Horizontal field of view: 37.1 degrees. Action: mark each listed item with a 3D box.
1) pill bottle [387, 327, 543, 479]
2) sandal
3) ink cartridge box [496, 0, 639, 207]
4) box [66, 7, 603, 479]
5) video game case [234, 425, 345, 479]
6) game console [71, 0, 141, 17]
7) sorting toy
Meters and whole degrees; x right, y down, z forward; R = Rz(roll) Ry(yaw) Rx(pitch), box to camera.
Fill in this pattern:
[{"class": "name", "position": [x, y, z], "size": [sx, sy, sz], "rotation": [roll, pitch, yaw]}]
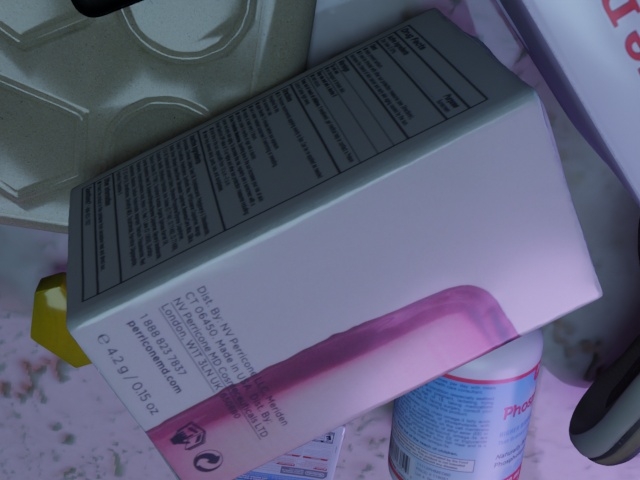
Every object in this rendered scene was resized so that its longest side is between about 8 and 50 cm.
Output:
[{"class": "pill bottle", "position": [0.092, 0.086, 0.601], "size": [0.087, 0.087, 0.160], "rotation": [3, 117, -1]}, {"class": "sandal", "position": [0.216, 0.009, 0.553], "size": [0.086, 0.120, 0.302], "rotation": [35, 119, 13]}, {"class": "ink cartridge box", "position": [0.198, -0.173, 0.409], "size": [0.270, 0.197, 0.198], "rotation": [-32, 112, 15]}, {"class": "box", "position": [0.000, 0.000, 0.499], "size": [0.232, 0.148, 0.126], "rotation": [-26, 121, 2]}, {"class": "video game case", "position": [-0.036, 0.173, 0.687], "size": [0.087, 0.011, 0.122], "rotation": [9, 116, -5]}, {"class": "game console", "position": [-0.087, -0.189, 0.473], "size": [0.122, 0.107, 0.071], "rotation": [-22, 157, -5]}, {"class": "sorting toy", "position": [-0.131, -0.058, 0.560], "size": [0.229, 0.041, 0.307], "rotation": [7, 117, -8]}]
